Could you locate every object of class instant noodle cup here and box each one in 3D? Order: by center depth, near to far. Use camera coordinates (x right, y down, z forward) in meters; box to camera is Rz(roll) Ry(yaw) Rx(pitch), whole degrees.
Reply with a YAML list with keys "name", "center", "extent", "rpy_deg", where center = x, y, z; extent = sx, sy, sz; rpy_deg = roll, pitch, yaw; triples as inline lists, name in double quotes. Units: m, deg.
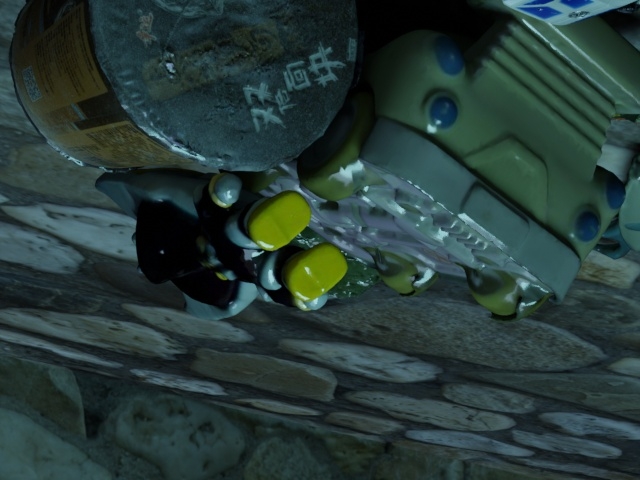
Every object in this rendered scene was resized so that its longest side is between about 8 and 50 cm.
- name: "instant noodle cup"
  center: [-0.114, -0.147, 0.980]
  extent: [0.217, 0.217, 0.207]
  rpy_deg: [21, 164, -32]

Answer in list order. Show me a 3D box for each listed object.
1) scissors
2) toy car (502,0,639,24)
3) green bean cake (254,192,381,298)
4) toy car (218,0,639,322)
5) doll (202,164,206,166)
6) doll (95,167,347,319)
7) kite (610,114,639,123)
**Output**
- name: "scissors"
  center: [0.332, -0.028, 1.360]
  extent: [0.138, 0.041, 0.289]
  rpy_deg: [3, 165, 15]
- name: "toy car"
  center: [0.162, -0.190, 0.885]
  extent: [0.171, 0.070, 0.080]
  rpy_deg: [10, 165, -41]
- name: "green bean cake"
  center: [0.000, 0.000, 1.523]
  extent: [0.173, 0.094, 0.181]
  rpy_deg: [16, 160, -17]
- name: "toy car"
  center: [0.083, -0.089, 1.091]
  extent: [0.242, 0.226, 0.336]
  rpy_deg: [34, 171, -25]
- name: "doll"
  center: [-0.122, -0.127, 1.264]
  extent: [0.104, 0.062, 0.194]
  rpy_deg: [-9, 152, 1]
- name: "doll"
  center: [-0.088, -0.002, 1.053]
  extent: [0.145, 0.103, 0.316]
  rpy_deg: [30, 169, -25]
- name: "kite"
  center: [0.342, -0.132, 1.092]
  extent: [0.321, 0.016, 0.234]
  rpy_deg: [0, 158, 24]
